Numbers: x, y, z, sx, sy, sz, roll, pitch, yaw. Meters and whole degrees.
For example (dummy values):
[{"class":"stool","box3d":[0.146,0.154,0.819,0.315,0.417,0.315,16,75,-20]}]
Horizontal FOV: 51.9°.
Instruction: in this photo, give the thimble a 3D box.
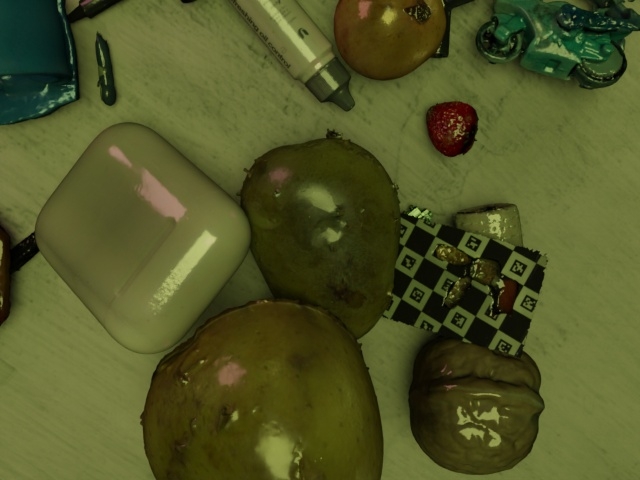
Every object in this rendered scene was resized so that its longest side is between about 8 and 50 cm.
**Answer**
[{"class":"thimble","box3d":[0.300,-0.019,1.181,0.115,0.102,0.090,-11,99,8]}]

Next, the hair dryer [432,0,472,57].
[{"class":"hair dryer","box3d":[0.263,-0.401,1.104,0.195,0.050,0.173,9,102,39]}]

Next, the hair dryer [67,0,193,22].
[{"class":"hair dryer","box3d":[-0.313,-0.422,1.112,0.255,0.070,0.128,-30,99,8]}]

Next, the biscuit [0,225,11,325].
[{"class":"biscuit","box3d":[-0.701,0.053,1.133,0.359,0.046,0.359,0,98,2]}]

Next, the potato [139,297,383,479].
[{"class":"potato","box3d":[-0.086,0.345,1.016,0.385,0.319,0.442,-8,126,-3]}]

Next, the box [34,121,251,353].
[{"class":"box","box3d":[-0.294,-0.011,1.068,0.349,0.141,0.288,40,93,25]}]

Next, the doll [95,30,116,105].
[{"class":"doll","box3d":[-0.372,-0.295,1.130,0.027,0.037,0.125,-7,97,-2]}]

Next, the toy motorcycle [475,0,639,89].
[{"class":"toy motorcycle","box3d":[0.408,-0.370,1.128,0.260,0.154,0.206,16,76,4]}]

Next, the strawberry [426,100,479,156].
[{"class":"strawberry","box3d":[0.230,-0.199,1.160,0.106,0.106,0.106,-1,98,-4]}]

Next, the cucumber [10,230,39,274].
[{"class":"cucumber","box3d":[-0.545,0.041,1.165,0.163,0.043,0.039,-38,139,9]}]

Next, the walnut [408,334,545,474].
[{"class":"walnut","box3d":[0.266,0.283,1.159,0.248,0.248,0.248,-1,98,-4]}]

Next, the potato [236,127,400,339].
[{"class":"potato","box3d":[0.019,0.001,1.111,0.270,0.219,0.359,-17,106,11]}]

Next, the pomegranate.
[{"class":"pomegranate","box3d":[0.111,-0.362,1.082,0.191,0.191,0.191,-1,98,-4]}]

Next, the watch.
[{"class":"watch","box3d":[-0.541,-0.297,0.997,0.305,0.274,0.241,-10,100,-3]}]

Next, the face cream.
[{"class":"face cream","box3d":[-0.046,-0.345,1.120,0.092,0.092,0.311,-41,99,2]}]

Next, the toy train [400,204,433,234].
[{"class":"toy train","box3d":[0.165,-0.034,1.205,0.083,0.033,0.053,-39,95,1]}]

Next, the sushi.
[{"class":"sushi","box3d":[0.242,0.072,1.146,0.280,0.043,0.192,14,92,27]}]
